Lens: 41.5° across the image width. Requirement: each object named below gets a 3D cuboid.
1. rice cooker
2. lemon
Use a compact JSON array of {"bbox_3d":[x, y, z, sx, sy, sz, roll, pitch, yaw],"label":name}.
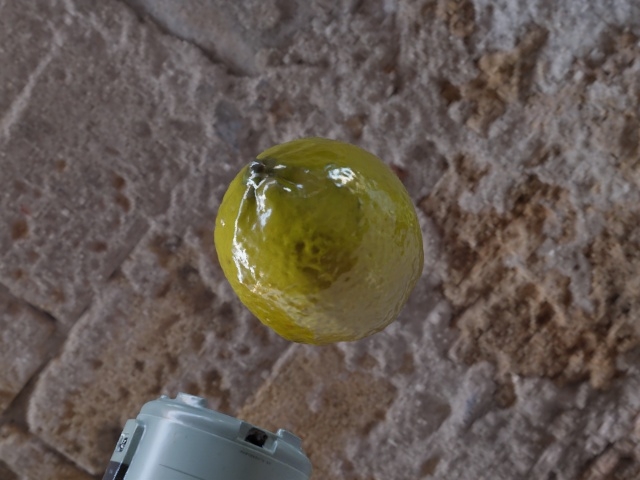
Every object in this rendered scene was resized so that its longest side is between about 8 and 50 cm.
[{"bbox_3d":[-0.144,0.319,1.000,0.280,0.241,0.227,-19,47,60],"label":"rice cooker"},{"bbox_3d":[0.000,0.000,0.805,0.192,0.231,0.192,-18,46,19],"label":"lemon"}]
